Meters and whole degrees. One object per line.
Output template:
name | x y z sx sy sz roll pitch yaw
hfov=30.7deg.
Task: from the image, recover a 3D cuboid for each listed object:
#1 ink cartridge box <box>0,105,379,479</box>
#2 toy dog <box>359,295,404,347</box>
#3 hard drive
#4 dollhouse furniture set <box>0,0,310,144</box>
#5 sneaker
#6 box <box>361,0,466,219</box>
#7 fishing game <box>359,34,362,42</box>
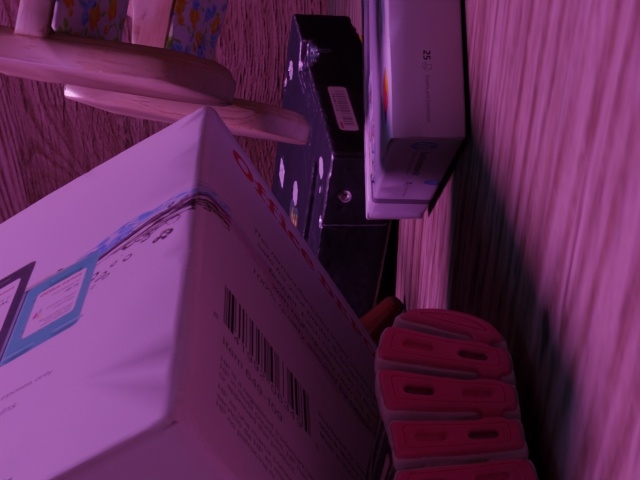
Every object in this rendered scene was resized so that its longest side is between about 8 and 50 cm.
ink cartridge box | -0.079 0.108 0.513 0.198 0.197 0.270 56 -168 -24
toy dog | -0.060 0.090 0.830 0.334 0.220 0.161 4 -63 -53
hard drive | 0.000 0.000 1.050 0.237 0.064 0.339 -104 18 -52
dollhouse furniture set | -0.034 -0.245 0.541 0.394 0.256 0.362 10 -89 -74
sneaker | 0.045 0.104 0.384 0.170 0.063 0.075 -90 -4 -49
box | 0.045 -0.099 0.627 0.186 0.038 0.145 90 179 -79
fishing game | 0.036 -0.065 1.179 0.189 0.041 0.264 -93 10 -61
